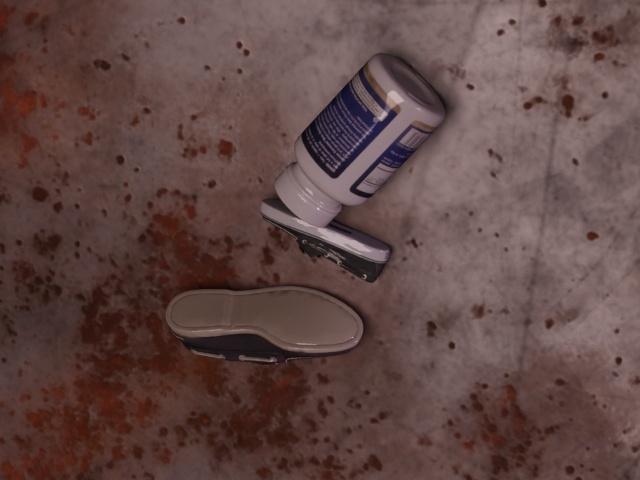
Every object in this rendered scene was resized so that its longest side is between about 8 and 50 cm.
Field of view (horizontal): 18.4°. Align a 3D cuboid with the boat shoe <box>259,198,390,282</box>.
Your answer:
[{"bbox_3d":[0.000,0.000,1.991,0.142,0.049,0.040,24,107,11],"label":"boat shoe"}]

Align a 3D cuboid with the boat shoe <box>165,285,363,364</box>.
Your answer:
[{"bbox_3d":[-0.054,0.093,2.032,0.206,0.075,0.065,4,145,13],"label":"boat shoe"}]

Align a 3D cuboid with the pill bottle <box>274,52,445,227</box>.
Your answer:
[{"bbox_3d":[0.034,-0.094,1.936,0.094,0.094,0.169,46,110,6],"label":"pill bottle"}]
